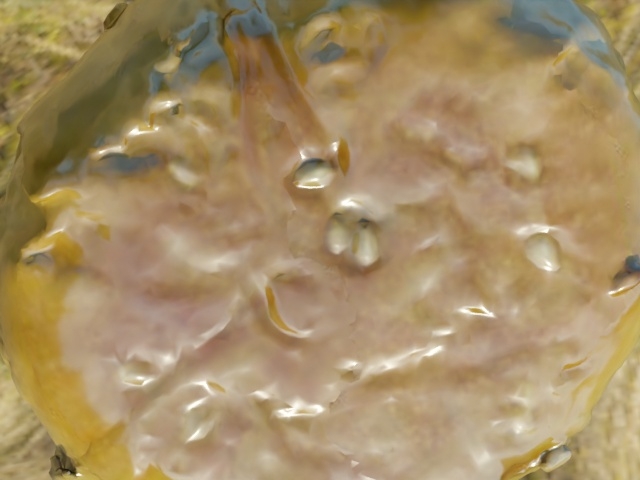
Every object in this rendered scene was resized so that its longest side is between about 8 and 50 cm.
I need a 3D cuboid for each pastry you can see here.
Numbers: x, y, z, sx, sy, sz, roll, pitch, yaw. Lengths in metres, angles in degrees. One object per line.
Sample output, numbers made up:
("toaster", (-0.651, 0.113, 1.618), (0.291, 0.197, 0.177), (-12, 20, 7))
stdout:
("pastry", (0.000, 0.000, 0.803), (0.315, 0.184, 0.284), (-27, 103, 1))
